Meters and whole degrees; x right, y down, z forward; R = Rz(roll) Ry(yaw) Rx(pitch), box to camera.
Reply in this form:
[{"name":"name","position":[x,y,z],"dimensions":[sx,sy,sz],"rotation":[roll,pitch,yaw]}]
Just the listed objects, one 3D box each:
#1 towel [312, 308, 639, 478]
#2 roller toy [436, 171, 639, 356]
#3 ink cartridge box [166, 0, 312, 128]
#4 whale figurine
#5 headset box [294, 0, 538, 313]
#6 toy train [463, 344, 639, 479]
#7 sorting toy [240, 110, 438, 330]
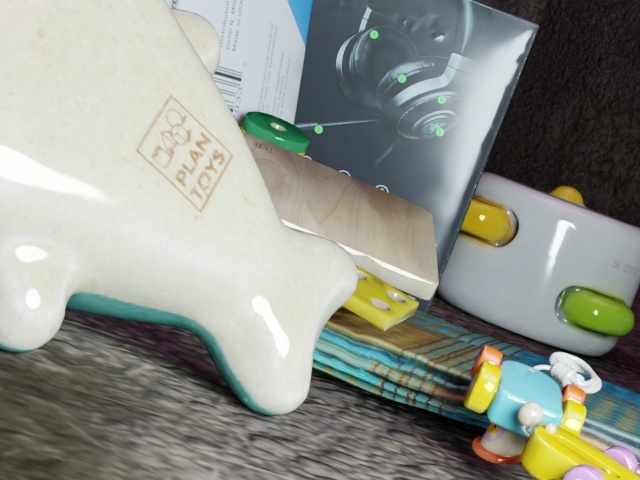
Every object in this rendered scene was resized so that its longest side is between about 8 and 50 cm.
[{"name":"towel","position":[0.054,0.071,1.023],"dimensions":[0.370,0.040,0.271],"rotation":[20,4,17]},{"name":"roller toy","position":[0.216,0.015,1.614],"dimensions":[0.209,0.146,0.191],"rotation":[21,5,9]},{"name":"ink cartridge box","position":[-0.160,-0.159,1.035],"dimensions":[0.166,0.285,0.395],"rotation":[10,1,24]},{"name":"whale figurine","position":[-0.111,-0.024,0.780],"dimensions":[0.272,0.216,0.141],"rotation":[40,-42,-19]},{"name":"headset box","position":[0.023,-0.108,1.386],"dimensions":[0.246,0.283,0.131],"rotation":[20,5,2]},{"name":"toy train","position":[0.137,0.112,0.807],"dimensions":[0.125,0.046,0.166],"rotation":[12,21,-38]},{"name":"sorting toy","position":[0.000,0.000,0.985],"dimensions":[0.132,0.046,0.274],"rotation":[23,18,-6]}]
